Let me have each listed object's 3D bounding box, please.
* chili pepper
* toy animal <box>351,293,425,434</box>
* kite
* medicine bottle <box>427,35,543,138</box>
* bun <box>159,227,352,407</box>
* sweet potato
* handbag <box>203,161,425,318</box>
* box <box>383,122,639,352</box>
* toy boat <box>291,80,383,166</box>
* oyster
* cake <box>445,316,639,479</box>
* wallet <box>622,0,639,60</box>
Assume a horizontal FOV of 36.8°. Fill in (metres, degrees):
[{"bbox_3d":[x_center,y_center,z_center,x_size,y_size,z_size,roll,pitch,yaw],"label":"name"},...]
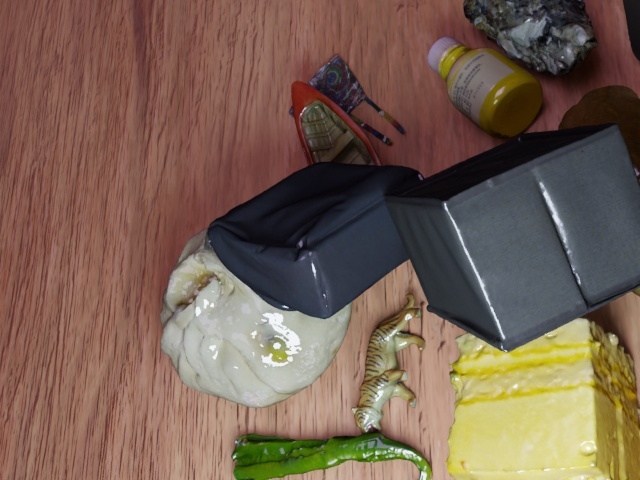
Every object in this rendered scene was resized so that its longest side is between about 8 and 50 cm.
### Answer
[{"bbox_3d":[0.006,0.353,1.550,0.359,0.076,0.085,-6,60,33],"label":"chili pepper"},{"bbox_3d":[0.111,0.200,1.566,0.099,0.057,0.241,-4,66,33],"label":"toy animal"},{"bbox_3d":[0.054,-0.241,1.857,0.152,0.015,0.285,-49,49,6],"label":"kite"},{"bbox_3d":[0.272,-0.275,1.658,0.122,0.122,0.212,-46,50,5],"label":"medicine bottle"},{"bbox_3d":[-0.127,0.105,1.669,0.365,0.219,0.365,-12,65,26],"label":"bun"},{"bbox_3d":[0.458,-0.053,1.404,0.158,0.158,0.370,-26,54,20],"label":"sweet potato"},{"bbox_3d":[0.002,0.003,1.544,0.275,0.178,0.302,7,32,45],"label":"handbag"},{"bbox_3d":[0.265,-0.014,1.318,0.251,0.204,0.345,-23,7,-8],"label":"box"},{"bbox_3d":[0.046,-0.147,1.757,0.136,0.079,0.392,-43,54,24],"label":"toy boat"},{"bbox_3d":[0.370,-0.383,1.642,0.162,0.158,0.351,-66,29,23],"label":"oyster"},{"bbox_3d":[0.303,0.274,1.296,0.227,0.222,0.286,-13,60,30],"label":"cake"},{"bbox_3d":[0.600,-0.327,1.430,0.309,0.165,0.042,15,55,44],"label":"wallet"}]
